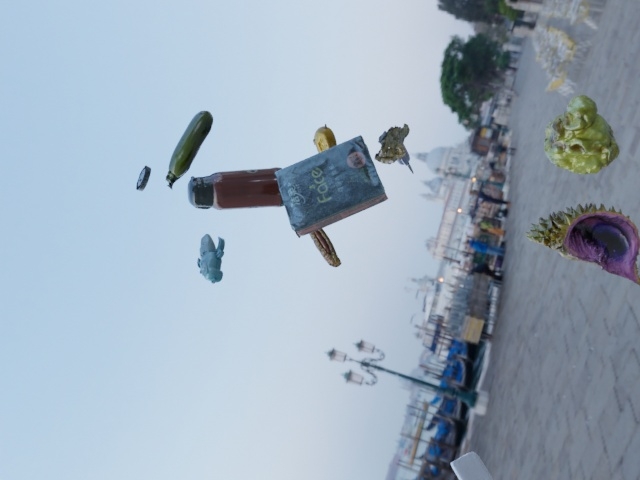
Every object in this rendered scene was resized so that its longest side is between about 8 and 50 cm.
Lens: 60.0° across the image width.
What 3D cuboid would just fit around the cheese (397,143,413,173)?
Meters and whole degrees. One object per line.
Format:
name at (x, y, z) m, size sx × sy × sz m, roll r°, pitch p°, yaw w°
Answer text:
cheese at (0.319, -0.345, 2.189) m, size 0.245 × 0.052 × 0.135 m, roll 25°, pitch -138°, yaw -65°

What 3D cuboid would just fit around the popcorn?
popcorn at (0.925, -0.364, 2.003) m, size 0.286 × 0.225 × 0.173 m, roll 45°, pitch -142°, yaw -23°

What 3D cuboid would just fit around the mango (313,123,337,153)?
mango at (0.024, -0.374, 2.199) m, size 0.066 × 0.101 × 0.187 m, roll -30°, pitch -53°, yaw -33°

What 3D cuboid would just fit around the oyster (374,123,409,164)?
oyster at (0.270, -0.352, 1.995) m, size 0.191 × 0.081 × 0.163 m, roll -64°, pitch -29°, yaw -15°

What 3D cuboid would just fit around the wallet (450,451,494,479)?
wallet at (0.504, 0.775, 1.771) m, size 0.124 × 0.183 × 0.032 m, roll -7°, pitch -37°, yaw -37°

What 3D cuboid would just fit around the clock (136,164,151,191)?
clock at (-0.555, -0.195, 1.739) m, size 0.085 × 0.017 × 0.085 m, roll -36°, pitch 43°, yaw 44°

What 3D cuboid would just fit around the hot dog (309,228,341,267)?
hot dog at (0.000, 0.000, 2.462) m, size 0.068 × 0.289 × 0.083 m, roll -37°, pitch 14°, yaw -13°

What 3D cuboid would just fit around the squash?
squash at (-0.493, -0.344, 2.063) m, size 0.331 × 0.087 × 0.087 m, roll -63°, pitch -15°, yaw -8°

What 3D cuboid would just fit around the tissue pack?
tissue pack at (0.033, -0.171, 1.775) m, size 0.103 × 0.316 × 0.228 m, roll 49°, pitch -161°, yaw -64°

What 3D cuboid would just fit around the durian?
durian at (0.600, -0.007, 1.289) m, size 0.260 × 0.186 × 0.153 m, roll 21°, pitch -102°, yaw -33°

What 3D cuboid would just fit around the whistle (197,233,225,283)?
whistle at (-0.497, 0.084, 2.483) m, size 0.186 × 0.093 × 0.274 m, roll -42°, pitch 46°, yaw 27°

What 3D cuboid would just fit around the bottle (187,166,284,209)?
bottle at (-0.290, -0.178, 1.925) m, size 0.144 × 0.336 × 0.144 m, roll 176°, pitch 90°, yaw -73°
